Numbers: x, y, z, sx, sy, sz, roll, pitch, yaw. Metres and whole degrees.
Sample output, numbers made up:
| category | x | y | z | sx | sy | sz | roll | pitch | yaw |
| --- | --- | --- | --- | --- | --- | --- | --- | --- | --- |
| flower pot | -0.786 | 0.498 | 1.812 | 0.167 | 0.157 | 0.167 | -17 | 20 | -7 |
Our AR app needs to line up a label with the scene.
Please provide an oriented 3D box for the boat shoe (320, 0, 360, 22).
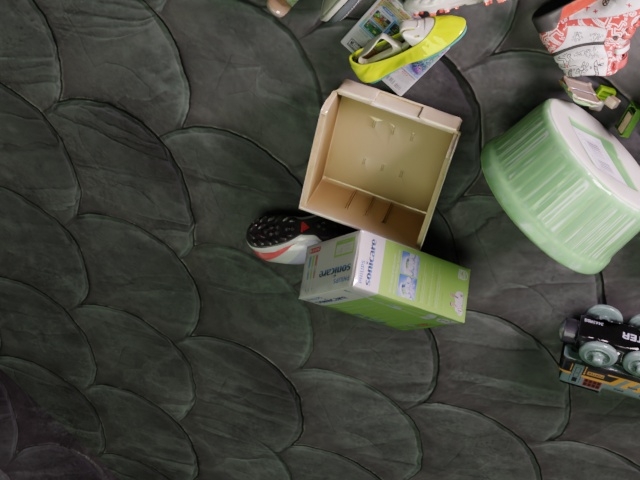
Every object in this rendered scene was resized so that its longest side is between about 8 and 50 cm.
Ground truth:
| category | x | y | z | sx | sy | sz | roll | pitch | yaw |
| --- | --- | --- | --- | --- | --- | --- | --- | --- | --- |
| boat shoe | 0.108 | -0.472 | 1.513 | 0.099 | 0.116 | 0.319 | 20 | 142 | -24 |

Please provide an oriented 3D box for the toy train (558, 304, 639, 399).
| category | x | y | z | sx | sy | sz | roll | pitch | yaw |
| --- | --- | --- | --- | --- | --- | --- | --- | --- | --- |
| toy train | 0.652 | 0.249 | 1.825 | 0.333 | 0.142 | 0.190 | 14 | 141 | 10 |

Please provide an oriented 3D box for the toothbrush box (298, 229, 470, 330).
| category | x | y | z | sx | sy | sz | roll | pitch | yaw |
| --- | --- | --- | --- | --- | --- | --- | --- | --- | --- |
| toothbrush box | 0.131 | 0.089 | 1.806 | 0.283 | 0.122 | 0.206 | 18 | 161 | -28 |

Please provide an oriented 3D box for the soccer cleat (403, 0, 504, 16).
| category | x | y | z | sx | sy | sz | roll | pitch | yaw |
| --- | --- | --- | --- | --- | --- | --- | --- | --- | --- |
| soccer cleat | 0.235 | -0.437 | 1.524 | 0.196 | 0.068 | 0.076 | -5 | 108 | 24 |

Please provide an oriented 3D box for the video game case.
| category | x | y | z | sx | sy | sz | roll | pitch | yaw |
| --- | --- | --- | --- | --- | --- | --- | --- | --- | --- |
| video game case | 0.138 | -0.366 | 1.641 | 0.157 | 0.019 | 0.143 | 41 | 129 | -9 |

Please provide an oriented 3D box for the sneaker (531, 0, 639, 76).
| category | x | y | z | sx | sy | sz | roll | pitch | yaw |
| --- | --- | --- | --- | --- | --- | --- | --- | --- | --- |
| sneaker | 0.498 | -0.364 | 1.449 | 0.270 | 0.090 | 0.145 | -18 | 117 | 36 |

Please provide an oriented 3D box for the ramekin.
| category | x | y | z | sx | sy | sz | roll | pitch | yaw |
| --- | --- | --- | --- | --- | --- | --- | --- | --- | --- |
| ramekin | 0.440 | -0.104 | 1.537 | 0.303 | 0.303 | 0.148 | 39 | 123 | -9 |

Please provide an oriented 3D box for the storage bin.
| category | x | y | z | sx | sy | sz | roll | pitch | yaw |
| --- | --- | --- | --- | --- | --- | --- | --- | --- | --- |
| storage bin | 0.119 | -0.151 | 1.743 | 0.262 | 0.123 | 0.260 | 20 | 131 | 8 |

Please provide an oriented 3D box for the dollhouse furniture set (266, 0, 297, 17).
| category | x | y | z | sx | sy | sz | roll | pitch | yaw |
| --- | --- | --- | --- | --- | --- | --- | --- | --- | --- |
| dollhouse furniture set | -0.086 | -0.528 | 1.518 | 0.242 | 0.161 | 0.212 | 42 | 129 | -11 |

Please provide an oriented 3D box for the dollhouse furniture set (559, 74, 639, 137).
| category | x | y | z | sx | sy | sz | roll | pitch | yaw |
| --- | --- | --- | --- | --- | --- | --- | --- | --- | --- |
| dollhouse furniture set | 0.482 | -0.233 | 1.547 | 0.151 | 0.076 | 0.059 | 13 | 127 | -14 |

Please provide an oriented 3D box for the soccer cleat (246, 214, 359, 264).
| category | x | y | z | sx | sy | sz | roll | pitch | yaw |
| --- | --- | --- | --- | --- | --- | --- | --- | --- | --- |
| soccer cleat | 0.000 | 0.000 | 1.935 | 0.318 | 0.109 | 0.116 | -3 | 150 | 17 |

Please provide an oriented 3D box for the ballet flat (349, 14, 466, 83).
| category | x | y | z | sx | sy | sz | roll | pitch | yaw |
| --- | --- | --- | --- | --- | --- | --- | --- | --- | --- |
| ballet flat | 0.148 | -0.352 | 1.579 | 0.231 | 0.077 | 0.077 | -21 | 135 | 36 |
